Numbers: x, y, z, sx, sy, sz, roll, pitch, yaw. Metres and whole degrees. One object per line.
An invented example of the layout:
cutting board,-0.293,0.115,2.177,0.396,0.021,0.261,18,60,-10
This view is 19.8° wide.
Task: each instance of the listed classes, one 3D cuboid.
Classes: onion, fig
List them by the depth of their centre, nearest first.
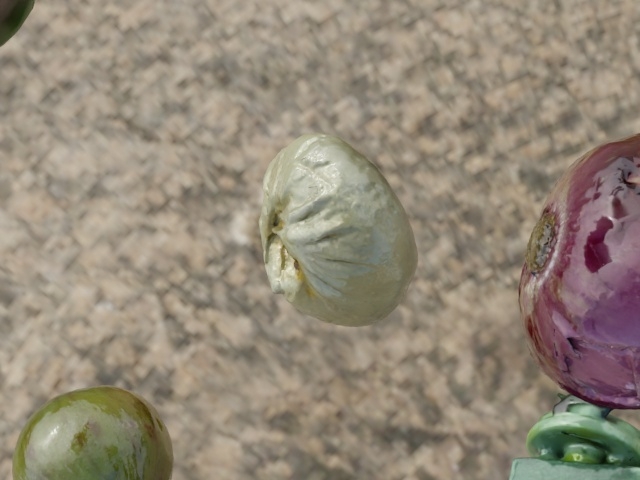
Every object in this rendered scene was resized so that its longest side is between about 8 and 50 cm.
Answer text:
onion,0.199,0.019,1.140,0.177,0.153,0.177,-19,67,54
fig,-0.170,0.238,1.638,0.149,0.149,0.245,-42,60,-1

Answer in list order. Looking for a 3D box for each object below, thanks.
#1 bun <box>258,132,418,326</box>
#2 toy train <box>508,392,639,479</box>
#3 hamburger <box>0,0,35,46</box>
bun,0.000,0.000,1.869,0.127,0.222,0.222,-34,60,-24
toy train,0.237,0.219,1.265,0.271,0.188,0.159,2,54,24
hamburger,-0.311,-0.215,0.932,0.395,0.396,0.277,-9,32,14
